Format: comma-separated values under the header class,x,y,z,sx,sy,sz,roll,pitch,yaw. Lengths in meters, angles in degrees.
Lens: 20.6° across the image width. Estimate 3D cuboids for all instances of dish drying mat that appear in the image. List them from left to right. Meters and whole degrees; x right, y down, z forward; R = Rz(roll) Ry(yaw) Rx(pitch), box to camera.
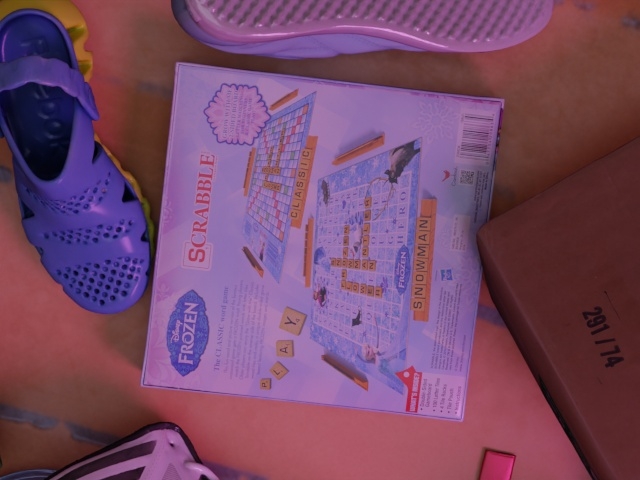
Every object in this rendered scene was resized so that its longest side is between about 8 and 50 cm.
class,x,y,z,sx,sy,sz,roll,pitch,yaw
dish drying mat,0.172,0.253,1.767,0.032,0.008,0.083,12,94,-3

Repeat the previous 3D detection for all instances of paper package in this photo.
class,x,y,z,sx,sy,sz,roll,pitch,yaw
paper package,0.342,0.071,1.604,0.309,0.168,0.324,-29,59,3

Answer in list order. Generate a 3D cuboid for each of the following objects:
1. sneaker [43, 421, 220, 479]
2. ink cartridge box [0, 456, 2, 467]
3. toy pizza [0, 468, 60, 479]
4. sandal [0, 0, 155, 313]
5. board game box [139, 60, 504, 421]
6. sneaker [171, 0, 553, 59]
class,x,y,z,sx,sy,sz,roll,pitch,yaw
sneaker,-0.063,0.291,1.665,0.448,0.169,0.257,10,52,-20
ink cartridge box,-0.468,0.169,1.641,0.278,0.117,0.201,-22,138,0
toy pizza,-0.276,0.324,1.751,0.201,0.032,0.201,0,96,-3
sandal,-0.246,-0.070,1.648,0.126,0.138,0.317,-18,108,7
board game box,0.000,0.000,1.710,0.318,0.066,0.318,7,95,-2
sneaker,0.034,-0.236,1.663,0.366,0.150,0.135,2,88,-19
